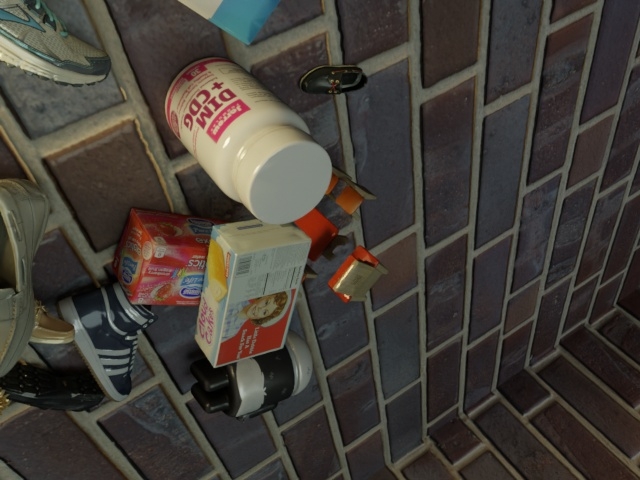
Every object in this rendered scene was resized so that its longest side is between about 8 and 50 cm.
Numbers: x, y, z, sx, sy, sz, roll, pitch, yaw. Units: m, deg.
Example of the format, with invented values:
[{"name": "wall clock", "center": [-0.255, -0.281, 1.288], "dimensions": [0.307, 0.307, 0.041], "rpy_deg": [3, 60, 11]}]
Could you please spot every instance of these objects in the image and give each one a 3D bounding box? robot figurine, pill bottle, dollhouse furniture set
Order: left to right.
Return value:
[{"name": "pill bottle", "center": [-0.113, -0.155, 0.911], "dimensions": [0.161, 0.283, 0.160], "rpy_deg": [-22, 136, -24]}, {"name": "robot figurine", "center": [-0.154, 0.297, 1.368], "dimensions": [0.278, 0.173, 0.209], "rpy_deg": [-12, 155, -32]}, {"name": "dollhouse furniture set", "center": [0.000, 0.000, 1.162], "dimensions": [0.262, 0.259, 0.135], "rpy_deg": [-53, 149, 9]}]

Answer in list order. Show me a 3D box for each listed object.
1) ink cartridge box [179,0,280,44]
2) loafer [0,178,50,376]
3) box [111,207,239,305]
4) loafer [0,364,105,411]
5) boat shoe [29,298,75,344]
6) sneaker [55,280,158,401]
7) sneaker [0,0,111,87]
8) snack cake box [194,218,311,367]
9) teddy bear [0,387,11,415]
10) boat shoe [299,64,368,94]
[{"name": "ink cartridge box", "center": [-0.155, -0.404, 0.674], "dimensions": [0.270, 0.198, 0.197], "rpy_deg": [23, 118, -38]}, {"name": "loafer", "center": [-0.484, 0.064, 0.883], "dimensions": [0.111, 0.112, 0.319], "rpy_deg": [-53, 156, -77]}, {"name": "box", "center": [-0.232, 0.036, 1.106], "dimensions": [0.257, 0.122, 0.128], "rpy_deg": [7, 119, -43]}, {"name": "loafer", "center": [-0.519, 0.288, 1.127], "dimensions": [0.223, 0.076, 0.078], "rpy_deg": [22, 117, -43]}, {"name": "boat shoe", "center": [-0.486, 0.122, 0.983], "dimensions": [0.170, 0.063, 0.059], "rpy_deg": [19, 101, -15]}, {"name": "sneaker", "center": [-0.374, 0.191, 1.145], "dimensions": [0.153, 0.099, 0.282], "rpy_deg": [-26, 134, -17]}, {"name": "sneaker", "center": [-0.376, -0.281, 0.723], "dimensions": [0.283, 0.110, 0.122], "rpy_deg": [16, 110, -46]}, {"name": "snack cake box", "center": [-0.125, 0.092, 1.078], "dimensions": [0.152, 0.089, 0.264], "rpy_deg": [-11, 131, -36]}, {"name": "teddy bear", "center": [-0.658, 0.269, 0.913], "dimensions": [0.338, 0.113, 0.245], "rpy_deg": [8, 162, -44]}, {"name": "boat shoe", "center": [0.026, -0.292, 1.095], "dimensions": [0.133, 0.042, 0.048], "rpy_deg": [-16, 135, -26]}]
